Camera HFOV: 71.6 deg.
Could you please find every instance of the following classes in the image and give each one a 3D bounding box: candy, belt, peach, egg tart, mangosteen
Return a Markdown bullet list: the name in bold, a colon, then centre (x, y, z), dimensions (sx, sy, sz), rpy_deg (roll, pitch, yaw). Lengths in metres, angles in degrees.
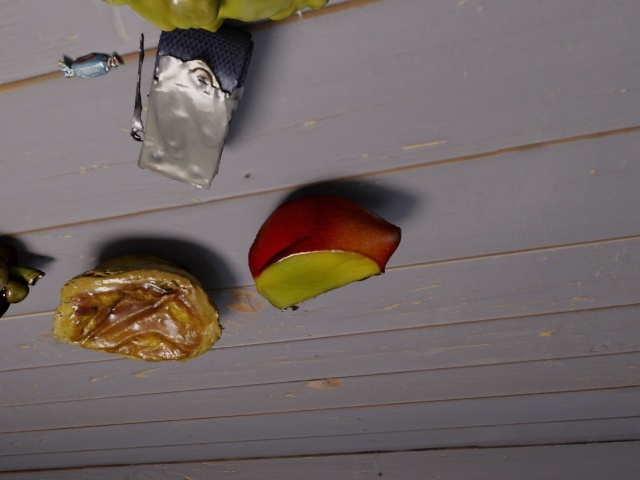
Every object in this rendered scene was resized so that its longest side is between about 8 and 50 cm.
- **candy**: centre (-0.314, -0.237, 0.600), dimensions (0.083, 0.020, 0.030), rpy_deg (-8, 140, 9)
- **belt**: centre (-0.174, -0.178, 0.574), dimensions (0.126, 0.139, 0.230), rpy_deg (15, 139, -17)
- **peach**: centre (-0.006, -0.002, 0.758), dimensions (0.268, 0.158, 0.154), rpy_deg (-23, 144, 28)
- **egg tart**: centre (-0.368, 0.141, 0.936), dimensions (0.340, 0.153, 0.351), rpy_deg (15, 137, -16)
- **mangosteen**: centre (-0.672, 0.078, 0.865), dimensions (0.231, 0.194, 0.194), rpy_deg (-20, 141, -14)

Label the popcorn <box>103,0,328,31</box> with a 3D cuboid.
- **popcorn**: centre (-0.082, -0.303, 0.381), dimensions (0.242, 0.250, 0.234), rpy_deg (-19, 97, 21)
